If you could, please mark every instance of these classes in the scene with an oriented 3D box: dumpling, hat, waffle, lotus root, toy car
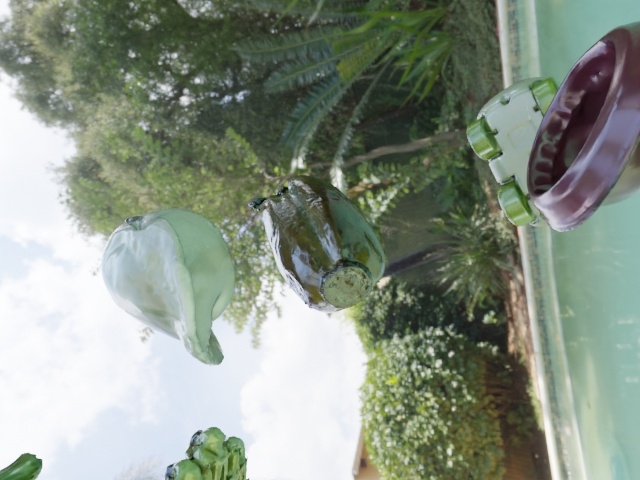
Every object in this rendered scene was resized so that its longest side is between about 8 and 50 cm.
[{"bbox_3d":[-0.185,0.066,0.711,0.227,0.175,0.243,59,-166,2],"label":"dumpling"},{"bbox_3d":[0.272,-0.098,0.484,0.205,0.089,0.205,19,-90,-86],"label":"hat"},{"bbox_3d":[-0.190,0.441,0.749,0.317,0.073,0.297,-59,-26,-44],"label":"waffle"},{"bbox_3d":[0.000,0.000,0.648,0.123,0.124,0.241,40,-169,-36],"label":"lotus root"},{"bbox_3d":[0.361,-0.143,0.827,0.235,0.145,0.235,30,-134,-36],"label":"toy car"}]

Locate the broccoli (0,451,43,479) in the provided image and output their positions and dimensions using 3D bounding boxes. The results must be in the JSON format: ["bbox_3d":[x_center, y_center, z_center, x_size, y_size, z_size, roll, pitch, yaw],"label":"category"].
[{"bbox_3d":[-0.613,0.440,0.822,0.275,0.198,0.177,-63,-11,-55],"label":"broccoli"}]
